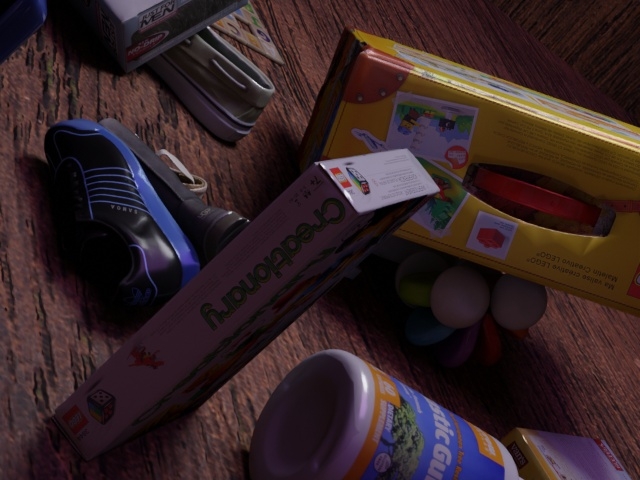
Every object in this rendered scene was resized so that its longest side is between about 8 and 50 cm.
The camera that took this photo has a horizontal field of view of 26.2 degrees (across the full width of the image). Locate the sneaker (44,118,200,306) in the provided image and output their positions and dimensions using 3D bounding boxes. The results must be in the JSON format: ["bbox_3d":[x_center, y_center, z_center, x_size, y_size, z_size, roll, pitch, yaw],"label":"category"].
[{"bbox_3d":[-0.207,-0.029,1.273,0.090,0.081,0.232,-10,48,-46],"label":"sneaker"}]

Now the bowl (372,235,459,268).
[{"bbox_3d":[0.122,-0.012,1.821,0.142,0.053,0.142,19,21,-6],"label":"bowl"}]

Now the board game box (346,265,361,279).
[{"bbox_3d":[0.000,0.000,1.688,0.090,0.020,0.090,24,29,-44],"label":"board game box"}]

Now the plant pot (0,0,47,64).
[{"bbox_3d":[-0.367,-0.235,1.163,0.212,0.236,0.236,38,21,-35],"label":"plant pot"}]

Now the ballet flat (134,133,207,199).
[{"bbox_3d":[-0.191,-0.085,1.444,0.168,0.052,0.057,31,24,-32],"label":"ballet flat"}]

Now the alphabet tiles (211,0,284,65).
[{"bbox_3d":[-0.169,-0.371,2.086,0.237,0.009,0.198,25,29,-43],"label":"alphabet tiles"}]

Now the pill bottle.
[{"bbox_3d":[0.082,0.220,1.242,0.272,0.152,0.152,32,24,-29],"label":"pill bottle"}]

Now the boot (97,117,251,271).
[{"bbox_3d":[-0.141,-0.006,1.354,0.208,0.189,0.076,29,51,33],"label":"boot"}]

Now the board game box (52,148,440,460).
[{"bbox_3d":[-0.055,0.047,1.095,0.053,0.305,0.193,51,22,10],"label":"board game box"}]

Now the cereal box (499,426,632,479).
[{"bbox_3d":[0.324,0.313,1.665,0.240,0.047,0.173,18,34,-51],"label":"cereal box"}]

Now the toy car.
[{"bbox_3d":[0.178,0.090,1.694,0.182,0.136,0.159,3,9,-24],"label":"toy car"}]

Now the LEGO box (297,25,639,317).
[{"bbox_3d":[0.239,-0.087,1.720,0.500,0.193,0.372,19,12,-6],"label":"LEGO box"}]

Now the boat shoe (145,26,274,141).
[{"bbox_3d":[-0.178,-0.259,1.736,0.302,0.094,0.109,45,21,2],"label":"boat shoe"}]

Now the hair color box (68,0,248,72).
[{"bbox_3d":[-0.268,-0.404,1.678,0.374,0.185,0.113,51,-20,18],"label":"hair color box"}]
